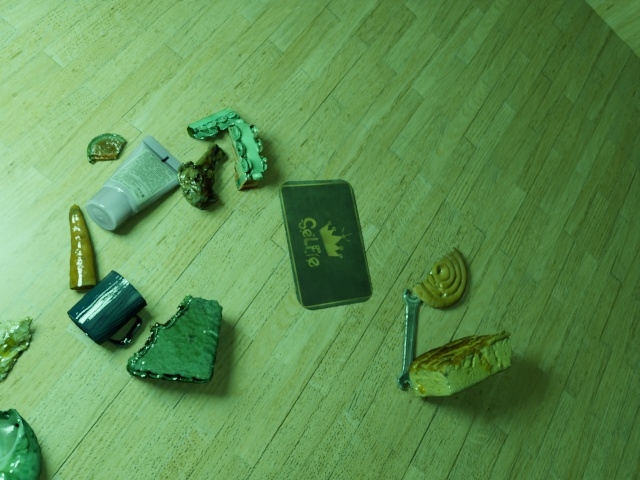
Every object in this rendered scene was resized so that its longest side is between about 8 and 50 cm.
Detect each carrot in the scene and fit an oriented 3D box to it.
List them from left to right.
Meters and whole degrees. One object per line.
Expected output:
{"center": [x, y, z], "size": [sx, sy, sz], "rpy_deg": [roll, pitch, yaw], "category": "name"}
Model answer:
{"center": [-0.568, 0.012, 1.337], "size": [0.061, 0.061, 0.209], "rpy_deg": [-5, 75, -25], "category": "carrot"}

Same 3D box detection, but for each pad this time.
{"center": [-0.001, 0.000, 1.588], "size": [0.315, 0.063, 0.375], "rpy_deg": [-7, 79, -25], "category": "pad"}

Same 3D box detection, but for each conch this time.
{"center": [-0.661, 0.468, 1.134], "size": [0.202, 0.134, 0.196], "rpy_deg": [-29, 49, -22], "category": "conch"}

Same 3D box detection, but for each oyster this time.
{"center": [-0.694, 0.238, 1.233], "size": [0.146, 0.045, 0.121], "rpy_deg": [-12, 96, -26], "category": "oyster"}

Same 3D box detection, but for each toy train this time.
{"center": [-0.290, -0.315, 1.539], "size": [0.148, 0.071, 0.038], "rpy_deg": [-32, 129, -27], "category": "toy train"}
{"center": [-0.205, -0.233, 1.532], "size": [0.074, 0.118, 0.176], "rpy_deg": [-13, 78, -32], "category": "toy train"}

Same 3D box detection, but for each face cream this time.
{"center": [-0.457, -0.143, 1.415], "size": [0.154, 0.096, 0.274], "rpy_deg": [42, 51, -7], "category": "face cream"}

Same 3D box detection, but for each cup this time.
{"center": [-0.478, 0.168, 1.301], "size": [0.150, 0.113, 0.138], "rpy_deg": [46, 65, -5], "category": "cup"}

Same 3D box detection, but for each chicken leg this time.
{"center": [-0.312, -0.173, 1.478], "size": [0.125, 0.080, 0.196], "rpy_deg": [29, 55, -48], "category": "chicken leg"}

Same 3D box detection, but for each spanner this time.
{"center": [0.261, 0.283, 1.656], "size": [0.071, 0.017, 0.302], "rpy_deg": [15, 70, -25], "category": "spanner"}

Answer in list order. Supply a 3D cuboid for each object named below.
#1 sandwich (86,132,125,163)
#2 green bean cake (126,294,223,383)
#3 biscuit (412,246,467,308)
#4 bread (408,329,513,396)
{"center": [-0.540, -0.236, 1.427], "size": [0.101, 0.026, 0.069], "rpy_deg": [-17, 83, -27], "category": "sandwich"}
{"center": [-0.344, 0.232, 1.349], "size": [0.193, 0.107, 0.208], "rpy_deg": [13, 70, -17], "category": "green bean cake"}
{"center": [0.385, 0.129, 1.737], "size": [0.224, 0.033, 0.144], "rpy_deg": [-36, 95, -30], "category": "biscuit"}
{"center": [0.395, 0.346, 1.599], "size": [0.275, 0.185, 0.114], "rpy_deg": [-17, 84, -30], "category": "bread"}
